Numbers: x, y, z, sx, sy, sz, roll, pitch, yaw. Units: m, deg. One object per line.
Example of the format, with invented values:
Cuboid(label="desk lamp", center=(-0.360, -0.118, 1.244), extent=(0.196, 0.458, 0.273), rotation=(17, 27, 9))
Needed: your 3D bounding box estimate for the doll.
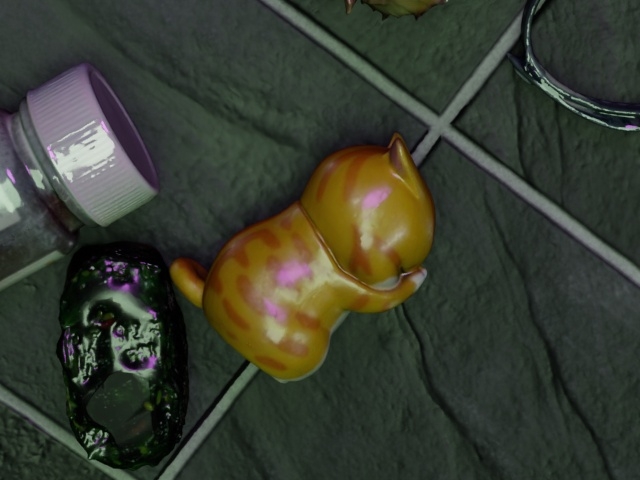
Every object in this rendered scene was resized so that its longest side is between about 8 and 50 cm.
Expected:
Cuboid(label="doll", center=(0.003, 0.019, 1.735), extent=(0.269, 0.166, 0.162), rotation=(-36, 104, 4))

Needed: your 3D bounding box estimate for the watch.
Cuboid(label="watch", center=(0.304, -0.199, 1.738), extent=(0.206, 0.068, 0.193), rotation=(41, 103, -7))

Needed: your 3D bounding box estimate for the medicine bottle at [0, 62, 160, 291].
Cuboid(label="medicine bottle", center=(-0.308, -0.044, 1.706), extent=(0.273, 0.165, 0.165), rotation=(-28, 103, 3))

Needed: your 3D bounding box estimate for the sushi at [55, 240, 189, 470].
Cuboid(label="sushi", center=(-0.197, 0.115, 1.767), extent=(0.124, 0.127, 0.225), rotation=(-5, 102, 0))

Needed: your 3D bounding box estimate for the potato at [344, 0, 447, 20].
Cuboid(label="potato", center=(0.053, -0.384, 1.568), extent=(0.237, 0.289, 0.301), rotation=(38, 104, -26))
